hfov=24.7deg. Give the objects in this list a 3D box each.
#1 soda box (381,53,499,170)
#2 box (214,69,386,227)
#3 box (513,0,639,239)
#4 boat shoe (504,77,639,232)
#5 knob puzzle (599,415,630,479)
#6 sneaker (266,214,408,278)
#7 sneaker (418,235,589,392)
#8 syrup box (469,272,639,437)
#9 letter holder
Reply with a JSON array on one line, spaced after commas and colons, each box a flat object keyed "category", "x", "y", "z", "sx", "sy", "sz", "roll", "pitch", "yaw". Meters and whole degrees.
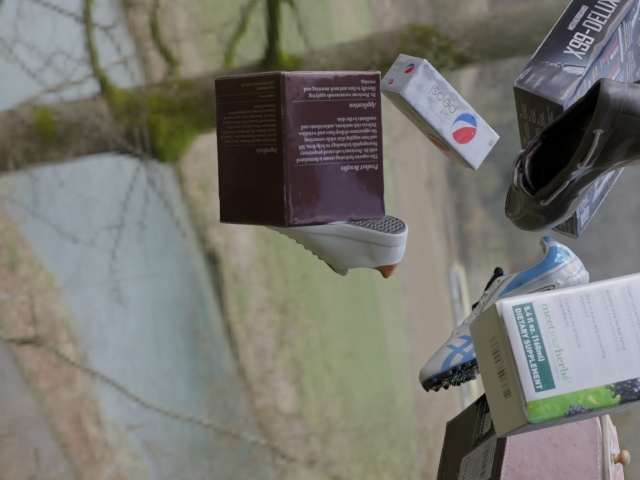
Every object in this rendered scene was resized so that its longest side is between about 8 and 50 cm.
[{"category": "soda box", "x": 0.192, "y": -0.207, "z": 2.366, "sx": 0.216, "sy": 0.074, "sz": 0.069, "roll": 41, "pitch": -10, "yaw": -34}, {"category": "box", "x": -0.029, "y": -0.125, "z": 1.960, "sx": 0.167, "sy": 0.168, "sz": 0.203, "roll": 4, "pitch": -83, "yaw": 53}, {"category": "box", "x": 0.353, "y": -0.182, "z": 1.896, "sx": 0.242, "sy": 0.077, "sz": 0.307, "roll": -54, "pitch": 152, "yaw": -20}, {"category": "boat shoe", "x": 0.276, "y": -0.102, "z": 1.645, "sx": 0.335, "sy": 0.096, "sz": 0.112, "roll": 140, "pitch": -38, "yaw": -61}, {"category": "knob puzzle", "x": 0.383, "y": 0.325, "z": 1.846, "sx": 0.213, "sy": 0.030, "sz": 0.213, "roll": -7, "pitch": 90, "yaw": -74}, {"category": "sneaker", "x": 0.000, "y": 0.000, "z": 2.522, "sx": 0.106, "sy": 0.290, "sz": 0.123, "roll": -56, "pitch": 159, "yaw": -57}, {"category": "sneaker", "x": 0.205, "y": 0.090, "z": 1.713, "sx": 0.086, "sy": 0.237, "sz": 0.085, "roll": 50, "pitch": -2, "yaw": 20}, {"category": "syrup box", "x": 0.242, "y": 0.075, "z": 1.097, "sx": 0.096, "sy": 0.237, "sz": 0.093, "roll": 117, "pitch": -39, "yaw": -74}, {"category": "letter holder", "x": 0.243, "y": 0.334, "z": 1.600, "sx": 0.152, "sy": 0.214, "sz": 0.301, "roll": -49, "pitch": -161, "yaw": 47}]
